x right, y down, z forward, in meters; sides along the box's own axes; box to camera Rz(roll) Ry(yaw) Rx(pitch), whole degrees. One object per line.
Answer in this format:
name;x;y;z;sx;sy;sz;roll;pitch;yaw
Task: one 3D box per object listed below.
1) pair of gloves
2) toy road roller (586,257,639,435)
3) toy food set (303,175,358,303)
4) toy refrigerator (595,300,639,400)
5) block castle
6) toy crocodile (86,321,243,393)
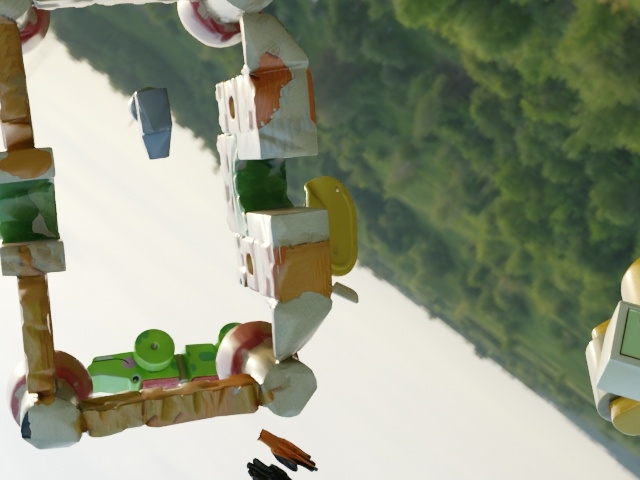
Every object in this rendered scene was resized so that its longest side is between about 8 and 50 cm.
pair of gloves;-0.039;0.236;1.115;0.074;0.010;0.083;31;-151;-4
toy road roller;0.574;0.159;1.846;0.240;0.329;0.203;35;-144;-30
toy food set;0.000;0.000;1.864;0.071;0.218;0.128;-16;157;39
toy refrigerator;0.525;0.176;1.465;0.269;0.102;0.094;16;146;10
block castle;-0.168;-0.044;1.030;0.302;0.454;0.213;-7;-175;-15
toy crocodile;-0.205;0.207;1.719;0.340;0.115;0.105;-3;-124;-22
